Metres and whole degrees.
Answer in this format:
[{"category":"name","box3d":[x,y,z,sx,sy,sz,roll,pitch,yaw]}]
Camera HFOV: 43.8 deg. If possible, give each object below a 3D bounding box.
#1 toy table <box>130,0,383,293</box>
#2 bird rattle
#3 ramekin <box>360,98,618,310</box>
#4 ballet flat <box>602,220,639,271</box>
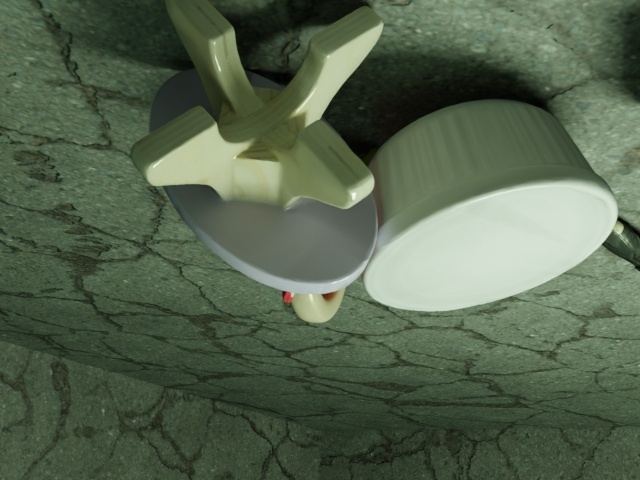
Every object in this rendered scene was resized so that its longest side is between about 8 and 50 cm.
[{"category":"toy table","box3d":[-0.050,-0.095,0.723,0.274,0.252,0.161,37,155,12]},{"category":"bird rattle","box3d":[0.000,0.000,0.911,0.143,0.254,0.207,-5,125,12]},{"category":"ramekin","box3d":[0.165,-0.037,0.859,0.272,0.127,0.273,-9,152,-5]},{"category":"ballet flat","box3d":[0.433,0.003,1.104,0.173,0.049,0.057,29,177,-35]}]
